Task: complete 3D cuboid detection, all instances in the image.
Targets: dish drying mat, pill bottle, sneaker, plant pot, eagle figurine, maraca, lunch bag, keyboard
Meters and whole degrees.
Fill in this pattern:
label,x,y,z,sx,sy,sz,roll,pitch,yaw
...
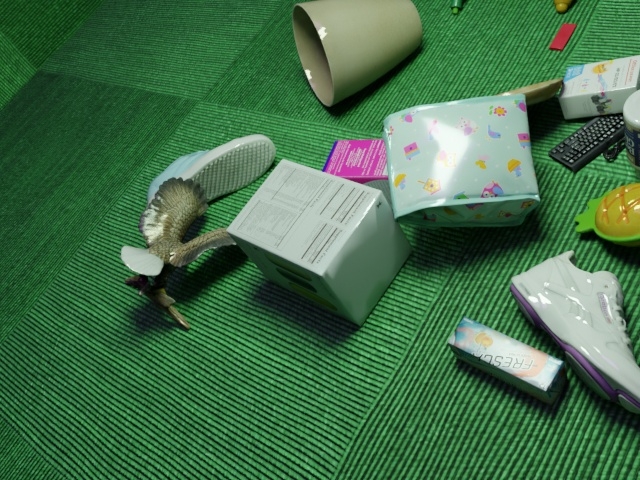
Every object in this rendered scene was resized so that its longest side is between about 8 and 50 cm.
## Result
label,x,y,z,sx,sy,sz,roll,pitch,yaw
dish drying mat,0.552,-0.463,1.466,0.032,0.008,0.083,19,65,37
pill bottle,0.579,-0.176,1.115,0.094,0.169,0.094,-15,49,18
sneaker,-0.290,-0.188,1.625,0.366,0.135,0.150,-26,50,7
sneaker,0.430,0.127,0.998,0.152,0.114,0.305,-34,47,3
plant pot,0.103,-0.502,1.603,0.274,0.256,0.256,-23,46,-10
eagle figurine,-0.307,0.005,1.452,0.298,0.226,0.225,-53,29,-10
maraca,0.520,-0.045,1.101,0.127,0.099,0.186,-43,21,-15
lunch bag,0.252,-0.141,1.206,0.263,0.160,0.223,-4,73,2
plant pot,0.380,-0.285,1.327,0.237,0.032,0.236,-17,10,3
keyboard,0.547,-0.201,1.255,0.180,0.023,0.108,-37,47,-1

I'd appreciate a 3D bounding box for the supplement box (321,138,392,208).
label,x,y,z,sx,sy,sz,roll,pitch,yaw
supplement box,0.128,-0.140,1.375,0.220,0.111,0.113,5,57,31

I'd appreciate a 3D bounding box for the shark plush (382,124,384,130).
label,x,y,z,sx,sy,sz,roll,pitch,yaw
shark plush,0.199,-0.250,1.464,0.161,0.073,0.067,18,96,32

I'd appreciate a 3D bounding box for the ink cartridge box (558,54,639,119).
label,x,y,z,sx,sy,sz,roll,pitch,yaw
ink cartridge box,0.577,-0.304,1.270,0.181,0.061,0.104,-1,48,37

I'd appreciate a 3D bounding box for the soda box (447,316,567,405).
label,x,y,z,sx,sy,sz,roll,pitch,yaw
soda box,0.303,0.194,1.051,0.183,0.063,0.058,23,68,39

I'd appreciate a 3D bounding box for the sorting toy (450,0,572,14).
label,x,y,z,sx,sy,sz,roll,pitch,yaw
sorting toy,0.475,-0.611,1.583,0.366,0.127,0.126,8,89,36

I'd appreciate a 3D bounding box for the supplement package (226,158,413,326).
label,x,y,z,sx,sy,sz,roll,pitch,yaw
supplement package,0.000,0.000,1.274,0.263,0.199,0.198,22,69,39
